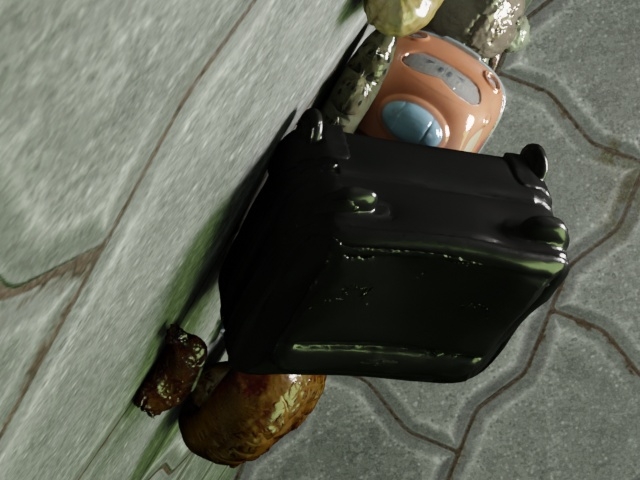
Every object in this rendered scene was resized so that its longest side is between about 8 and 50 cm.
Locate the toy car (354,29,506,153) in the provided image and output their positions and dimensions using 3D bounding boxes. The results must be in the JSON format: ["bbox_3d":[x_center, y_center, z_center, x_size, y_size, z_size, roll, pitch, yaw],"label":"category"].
[{"bbox_3d":[0.102,-0.119,1.662,0.270,0.181,0.212,-59,178,19],"label":"toy car"}]

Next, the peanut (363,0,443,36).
[{"bbox_3d":[0.096,-0.266,1.419,0.080,0.080,0.174,-61,177,32],"label":"peanut"}]

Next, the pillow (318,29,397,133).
[{"bbox_3d":[0.020,-0.140,1.550,0.241,0.051,0.093,-58,179,25],"label":"pillow"}]

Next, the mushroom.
[{"bbox_3d":[-0.096,0.227,1.981,0.253,0.153,0.253,-38,178,-2],"label":"mushroom"}]

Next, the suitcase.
[{"bbox_3d":[0.074,0.033,1.544,0.339,0.345,0.188,121,-35,-44],"label":"suitcase"}]

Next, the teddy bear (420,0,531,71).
[{"bbox_3d":[0.186,-0.262,1.841,0.267,0.151,0.236,-57,-164,15],"label":"teddy bear"}]

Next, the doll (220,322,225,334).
[{"bbox_3d":[-0.117,0.117,1.866,0.114,0.039,0.057,89,6,-66],"label":"doll"}]

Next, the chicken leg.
[{"bbox_3d":[-0.168,0.145,1.547,0.093,0.053,0.205,-33,155,-41],"label":"chicken leg"}]
